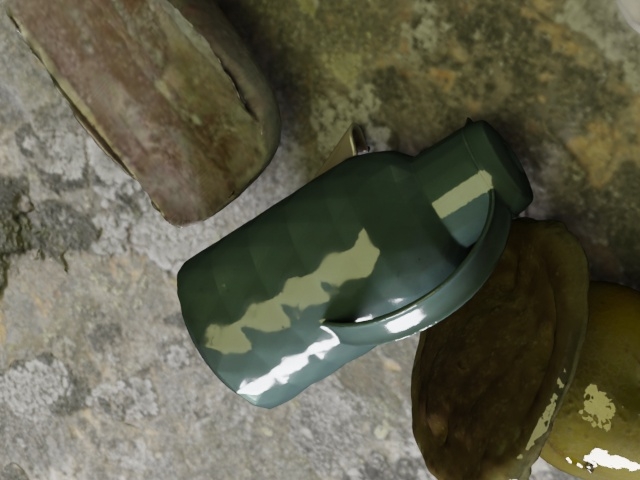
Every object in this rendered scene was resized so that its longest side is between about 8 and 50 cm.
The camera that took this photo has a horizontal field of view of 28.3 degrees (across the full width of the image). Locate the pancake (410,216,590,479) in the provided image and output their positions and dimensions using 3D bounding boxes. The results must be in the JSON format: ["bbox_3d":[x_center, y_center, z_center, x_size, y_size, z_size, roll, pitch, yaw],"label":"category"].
[{"bbox_3d":[0.131,0.082,0.984,0.050,0.242,0.242,16,124,-22],"label":"pancake"}]

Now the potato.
[{"bbox_3d":[0.246,0.122,0.996,0.194,0.157,0.157,20,119,3],"label":"potato"}]

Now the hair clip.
[{"bbox_3d":[0.000,0.000,1.121,0.072,0.034,0.226,14,115,21],"label":"hair clip"}]

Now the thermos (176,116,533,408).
[{"bbox_3d":[0.033,0.018,1.003,0.286,0.182,0.145,-32,124,20],"label":"thermos"}]

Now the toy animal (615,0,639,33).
[{"bbox_3d":[0.241,-0.224,0.820,0.188,0.266,0.308,6,138,36],"label":"toy animal"}]

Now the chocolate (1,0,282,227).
[{"bbox_3d":[-0.147,-0.168,1.086,0.303,0.100,0.185,54,133,1],"label":"chocolate"}]
